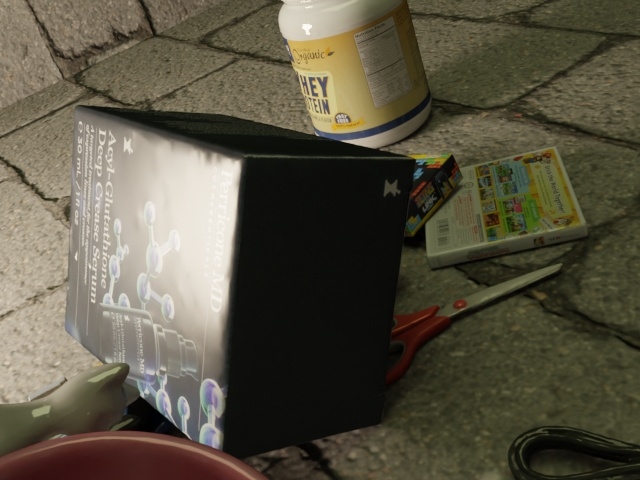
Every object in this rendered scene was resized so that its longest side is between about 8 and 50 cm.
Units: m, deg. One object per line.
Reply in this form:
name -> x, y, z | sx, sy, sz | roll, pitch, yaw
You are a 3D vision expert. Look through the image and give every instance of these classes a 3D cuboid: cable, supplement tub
cable -> 0.312, 0.195, 0.678 | 0.287, 0.072, 0.140 | -23, 45, 19
supplement tub -> 0.058, -0.343, 1.412 | 0.228, 0.316, 0.228 | -15, 30, 9

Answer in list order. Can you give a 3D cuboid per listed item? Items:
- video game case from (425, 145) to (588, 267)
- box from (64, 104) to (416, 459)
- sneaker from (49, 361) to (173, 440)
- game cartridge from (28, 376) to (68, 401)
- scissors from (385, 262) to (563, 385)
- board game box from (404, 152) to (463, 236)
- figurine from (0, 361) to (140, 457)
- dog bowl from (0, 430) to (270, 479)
video game case -> 0.249, -0.051, 1.117 | 0.206, 0.026, 0.227 | -13, 30, 13
box -> -0.115, 0.017, 0.899 | 0.211, 0.294, 0.395 | -4, 15, -39
sneaker -> -0.261, 0.236, 0.870 | 0.130, 0.112, 0.296 | 5, 39, 36
game cartridge -> -0.320, 0.210, 0.973 | 0.056, 0.083, 0.017 | -29, 36, -16
scissors -> 0.148, 0.082, 0.962 | 0.297, 0.021, 0.109 | -31, 30, -15
board game box -> 0.102, -0.069, 1.176 | 0.170, 0.048, 0.141 | 3, 41, 48
figurine -> -0.262, 0.190, 0.729 | 0.209, 0.215, 0.092 | -17, 61, -19
dog bowl -> -0.155, 0.302, 0.540 | 0.407, 0.151, 0.408 | 1, 31, -1
